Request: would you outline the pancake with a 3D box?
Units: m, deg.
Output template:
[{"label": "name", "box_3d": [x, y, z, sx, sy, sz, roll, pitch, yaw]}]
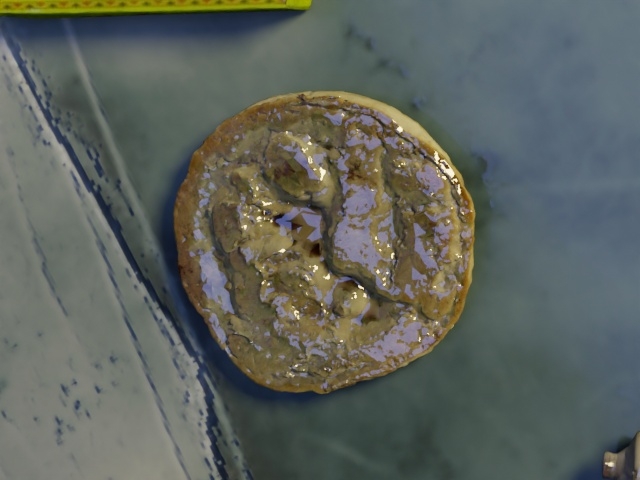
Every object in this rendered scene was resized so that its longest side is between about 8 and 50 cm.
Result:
[{"label": "pancake", "box_3d": [0.000, 0.000, 0.895, 0.158, 0.028, 0.158, 3, 99, 20]}]

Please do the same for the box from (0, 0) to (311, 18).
[{"label": "box", "box_3d": [-0.096, -0.278, 0.897, 0.187, 0.047, 0.335, 2, 96, 20]}]

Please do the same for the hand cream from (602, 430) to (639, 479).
[{"label": "hand cream", "box_3d": [0.210, 0.111, 0.829, 0.165, 0.037, 0.057, 5, 96, 13]}]
